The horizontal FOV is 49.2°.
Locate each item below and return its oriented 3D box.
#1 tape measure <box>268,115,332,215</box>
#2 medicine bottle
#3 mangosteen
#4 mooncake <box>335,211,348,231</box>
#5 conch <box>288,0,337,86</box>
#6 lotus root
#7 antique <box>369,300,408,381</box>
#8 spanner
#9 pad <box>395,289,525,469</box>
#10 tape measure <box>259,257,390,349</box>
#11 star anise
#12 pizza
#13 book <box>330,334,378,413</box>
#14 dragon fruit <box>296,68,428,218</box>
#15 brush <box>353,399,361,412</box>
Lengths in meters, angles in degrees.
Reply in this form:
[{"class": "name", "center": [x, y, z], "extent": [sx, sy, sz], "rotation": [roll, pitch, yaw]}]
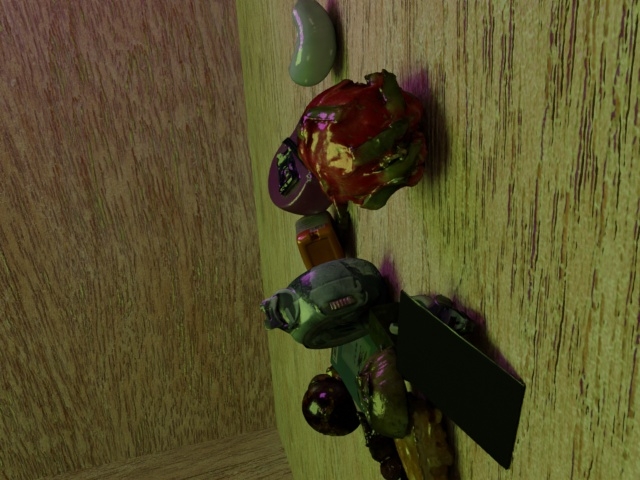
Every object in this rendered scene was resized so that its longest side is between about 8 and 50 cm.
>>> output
[{"class": "tape measure", "center": [-0.048, -0.193, 1.912], "extent": [0.231, 0.149, 0.245], "rotation": [-48, 46, 32]}, {"class": "medicine bottle", "center": [-0.001, 0.000, 1.981], "extent": [0.222, 0.112, 0.149], "rotation": [-99, -12, -67]}, {"class": "mangosteen", "center": [0.041, 0.475, 2.100], "extent": [0.192, 0.192, 0.217], "rotation": [100, 180, -57]}, {"class": "mooncake", "center": [0.021, -0.177, 1.992], "extent": [0.347, 0.057, 0.150], "rotation": [59, 143, 44]}, {"class": "conch", "center": [-0.021, -0.500, 1.762], "extent": [0.185, 0.121, 0.221], "rotation": [-115, 27, -62]}, {"class": "lotus root", "center": [0.117, 0.316, 1.449], "extent": [0.183, 0.078, 0.203], "rotation": [100, 162, -44]}, {"class": "antique", "center": [0.176, 0.223, 1.502], "extent": [0.221, 0.081, 0.080], "rotation": [-121, 24, -60]}, {"class": "spanner", "center": [0.208, 0.148, 1.323], "extent": [0.325, 0.040, 0.095], "rotation": [172, 118, -75]}, {"class": "pad", "center": [0.232, 0.238, 1.231], "extent": [0.300, 0.005, 0.202], "rotation": [38, 139, 45]}, {"class": "tape measure", "center": [0.031, 0.162, 1.665], "extent": [0.256, 0.275, 0.147], "rotation": [41, -155, -60]}, {"class": "star anise", "center": [0.182, 0.503, 1.638], "extent": [0.272, 0.102, 0.272], "rotation": [57, -171, -14]}, {"class": "pizza", "center": [0.210, 0.450, 1.511], "extent": [0.268, 0.087, 0.257], "rotation": [-162, 62, -77]}, {"class": "book", "center": [0.102, 0.298, 1.893], "extent": [0.379, 0.031, 0.264], "rotation": [-133, 47, -67]}, {"class": "dragon fruit", "center": [0.084, -0.186, 1.306], "extent": [0.231, 0.237, 0.303], "rotation": [63, 162, -19]}, {"class": "brush", "center": [0.128, 0.465, 1.961], "extent": [0.321, 0.050, 0.060], "rotation": [-112, 31, -46]}]
